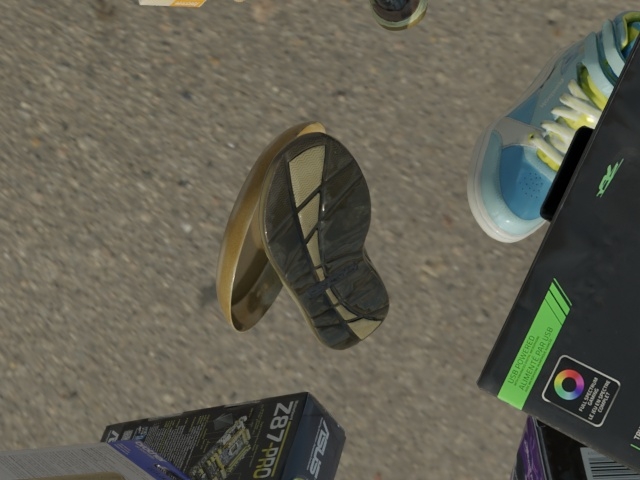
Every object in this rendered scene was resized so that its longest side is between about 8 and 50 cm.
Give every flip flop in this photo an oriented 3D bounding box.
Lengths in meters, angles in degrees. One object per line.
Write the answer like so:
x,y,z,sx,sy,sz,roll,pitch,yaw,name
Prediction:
0.000,0.000,1.441,0.112,0.080,0.277,-28,139,-6,flip flop

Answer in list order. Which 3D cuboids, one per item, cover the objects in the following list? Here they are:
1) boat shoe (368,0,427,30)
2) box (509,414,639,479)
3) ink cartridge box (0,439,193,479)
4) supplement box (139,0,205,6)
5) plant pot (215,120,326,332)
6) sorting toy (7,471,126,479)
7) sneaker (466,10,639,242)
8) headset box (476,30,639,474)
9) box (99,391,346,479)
0.058,-0.327,1.527,0.080,0.073,0.223,-15,73,4,boat shoe
0.209,0.244,1.147,0.108,0.153,0.207,-1,137,-6,box
-0.244,0.274,1.492,0.311,0.186,0.065,0,113,-51,ink cartridge box
-0.110,-0.236,1.261,0.062,0.098,0.036,-4,73,-34,supplement box
-0.054,-0.019,1.556,0.236,0.032,0.236,22,90,-77,plant pot
-0.161,0.243,0.880,0.307,0.229,0.041,-3,143,-15,sorting toy
0.298,-0.146,1.694,0.127,0.208,0.319,39,61,-10,sneaker
0.250,0.020,0.751,0.246,0.283,0.131,-65,156,5,headset box
-0.165,0.365,1.647,0.097,0.318,0.395,49,41,-32,box
